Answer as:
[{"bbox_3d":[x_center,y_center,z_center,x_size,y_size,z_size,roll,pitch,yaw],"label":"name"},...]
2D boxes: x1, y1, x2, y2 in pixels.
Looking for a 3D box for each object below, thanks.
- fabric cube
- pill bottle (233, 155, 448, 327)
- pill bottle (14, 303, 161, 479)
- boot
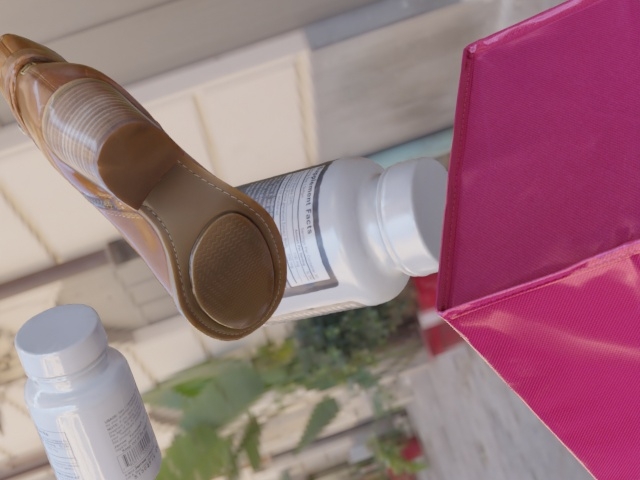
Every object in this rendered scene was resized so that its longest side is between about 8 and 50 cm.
[{"bbox_3d":[0.256,-0.009,0.878,0.258,0.259,0.254,47,-142,-32],"label":"fabric cube"},{"bbox_3d":[0.000,0.000,1.610,0.176,0.318,0.176,29,-125,-52],"label":"pill bottle"},{"bbox_3d":[-0.282,0.196,1.643,0.131,0.131,0.229,-116,10,-59],"label":"pill bottle"},{"bbox_3d":[-0.157,-0.046,1.139,0.220,0.109,0.283,36,174,45],"label":"boot"}]
